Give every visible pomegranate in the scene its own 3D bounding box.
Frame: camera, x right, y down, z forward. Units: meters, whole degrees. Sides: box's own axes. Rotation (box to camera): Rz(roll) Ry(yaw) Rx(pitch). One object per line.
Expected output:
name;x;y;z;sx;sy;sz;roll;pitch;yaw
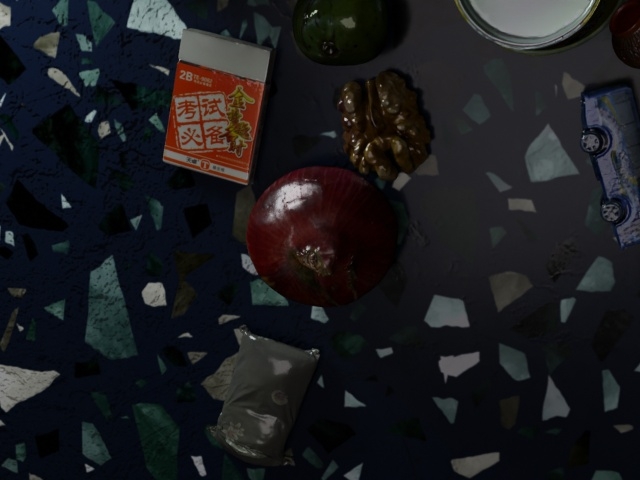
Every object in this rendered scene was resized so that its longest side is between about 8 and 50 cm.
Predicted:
pomegranate;0.030;-0.358;1.576;0.152;0.131;0.191;3;99;20

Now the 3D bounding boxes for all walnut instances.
walnut;0.093;-0.173;1.641;0.142;0.069;0.170;-17;102;20

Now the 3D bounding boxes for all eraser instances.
eraser;-0.167;-0.219;1.725;0.157;0.038;0.230;16;110;13

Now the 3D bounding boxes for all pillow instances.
pillow;-0.105;0.281;1.841;0.169;0.059;0.255;22;112;14

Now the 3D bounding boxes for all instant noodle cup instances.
instant noodle cup;0.294;-0.371;1.448;0.264;0.200;0.265;5;108;16

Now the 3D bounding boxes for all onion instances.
onion;0.001;-0.006;1.680;0.248;0.161;0.248;-1;84;13

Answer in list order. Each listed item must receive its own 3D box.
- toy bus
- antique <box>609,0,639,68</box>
toy bus;0.441;-0.110;1.541;0.094;0.079;0.237;-15;101;19
antique;0.459;-0.288;1.474;0.104;0.104;0.104;5;107;16
